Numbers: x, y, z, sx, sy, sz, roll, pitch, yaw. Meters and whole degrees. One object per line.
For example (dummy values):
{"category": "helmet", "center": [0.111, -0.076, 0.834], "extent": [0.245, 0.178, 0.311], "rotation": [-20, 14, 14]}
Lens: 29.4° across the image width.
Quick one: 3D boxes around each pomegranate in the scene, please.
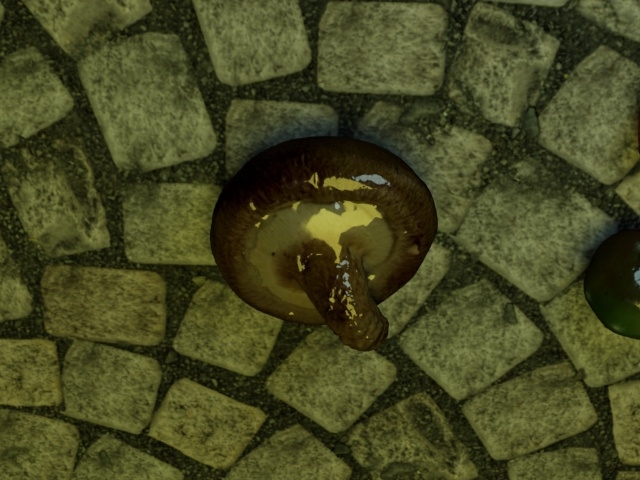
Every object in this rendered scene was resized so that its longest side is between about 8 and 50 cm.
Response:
{"category": "pomegranate", "center": [0.499, 0.081, 1.925], "extent": [0.180, 0.180, 0.209], "rotation": [6, 147, 0]}

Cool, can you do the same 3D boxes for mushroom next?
{"category": "mushroom", "center": [-0.001, -0.014, 1.874], "extent": [0.345, 0.239, 0.345], "rotation": [-3, 105, -12]}

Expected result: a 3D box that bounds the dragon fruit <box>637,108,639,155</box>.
{"category": "dragon fruit", "center": [0.634, -0.256, 1.763], "extent": [0.329, 0.228, 0.286], "rotation": [-2, 154, -18]}
